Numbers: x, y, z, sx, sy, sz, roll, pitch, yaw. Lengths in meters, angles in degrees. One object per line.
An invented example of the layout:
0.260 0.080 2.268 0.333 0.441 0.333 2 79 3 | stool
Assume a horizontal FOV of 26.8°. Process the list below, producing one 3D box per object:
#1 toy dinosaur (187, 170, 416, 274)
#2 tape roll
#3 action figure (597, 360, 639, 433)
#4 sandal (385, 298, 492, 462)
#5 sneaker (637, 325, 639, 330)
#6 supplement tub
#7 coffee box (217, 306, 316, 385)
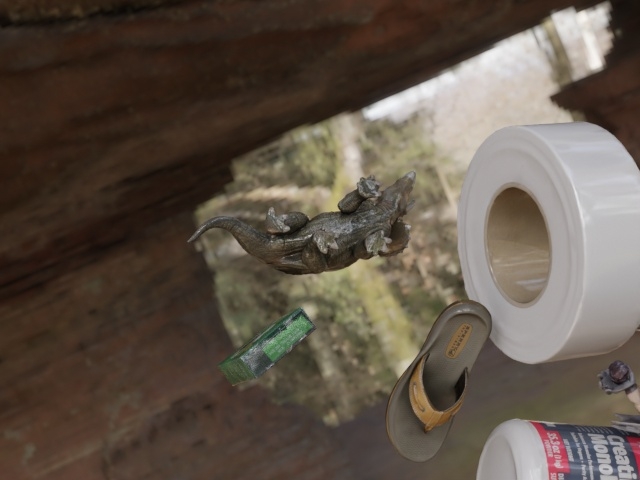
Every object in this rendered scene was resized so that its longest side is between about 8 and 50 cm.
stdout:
0.000 0.000 1.629 0.314 0.121 0.160 -19 -15 -14 | toy dinosaur
0.272 0.001 1.594 0.100 0.286 0.286 -6 -3 -23 | tape roll
0.426 0.133 1.616 0.185 0.284 0.099 -3 2 7 | action figure
0.146 0.176 1.609 0.219 0.090 0.060 -63 18 17 | sandal
0.479 0.067 1.869 0.077 0.072 0.178 15 -38 -36 | sneaker
0.351 0.331 1.712 0.272 0.191 0.191 6 -2 -13 | supplement tub
-0.076 0.149 1.854 0.113 0.040 0.184 -39 2 -18 | coffee box
